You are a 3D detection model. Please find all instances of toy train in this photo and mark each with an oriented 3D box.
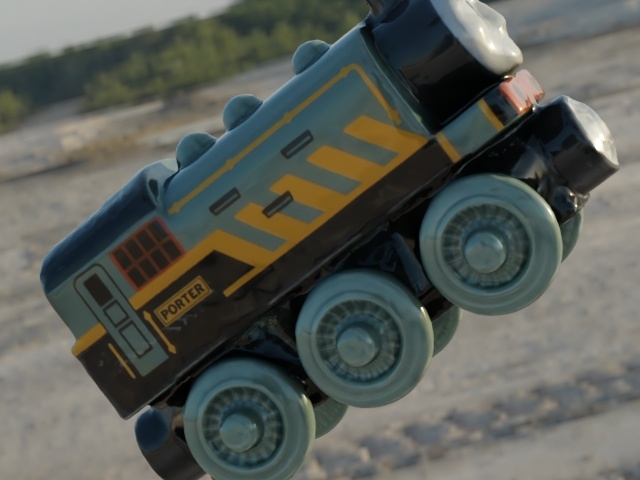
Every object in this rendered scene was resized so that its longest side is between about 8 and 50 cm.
[{"bbox_3d":[0.000,0.000,1.073,0.334,0.190,0.142,-38,0,19],"label":"toy train"}]
